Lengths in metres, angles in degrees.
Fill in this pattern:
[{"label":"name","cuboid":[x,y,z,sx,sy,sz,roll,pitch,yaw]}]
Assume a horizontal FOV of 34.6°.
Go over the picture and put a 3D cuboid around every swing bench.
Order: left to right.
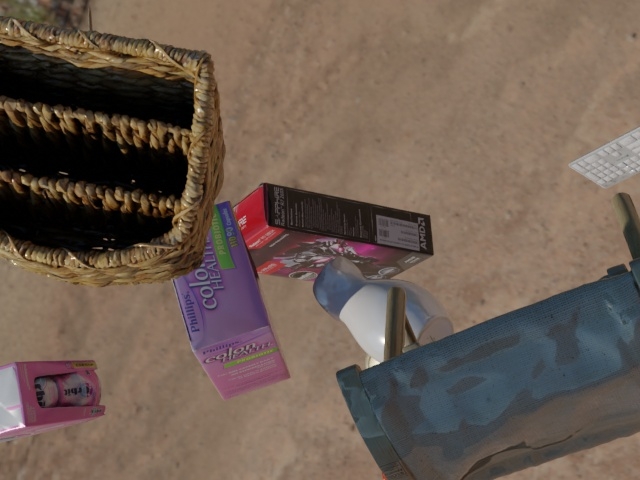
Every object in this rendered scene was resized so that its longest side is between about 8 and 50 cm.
[{"label":"swing bench","cuboid":[0.179,0.101,0.871,0.253,0.255,0.165,-22,98,17]}]

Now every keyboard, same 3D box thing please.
[{"label":"keyboard","cuboid":[0.426,-0.128,1.284,0.256,0.072,0.014,-32,44,51]}]

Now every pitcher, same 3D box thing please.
[{"label":"pitcher","cuboid":[0.105,0.126,1.526,0.207,0.178,0.125,27,70,44]}]

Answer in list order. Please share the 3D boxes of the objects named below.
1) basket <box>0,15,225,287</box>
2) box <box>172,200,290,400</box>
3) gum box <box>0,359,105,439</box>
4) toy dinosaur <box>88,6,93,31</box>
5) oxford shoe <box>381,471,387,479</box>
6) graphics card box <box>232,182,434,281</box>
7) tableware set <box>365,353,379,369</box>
[{"label":"basket","cuboid":[-0.263,-0.081,1.079,0.223,0.299,0.214,96,-175,-70]},{"label":"box","cuboid":[-0.143,0.097,1.568,0.243,0.117,0.214,75,175,-64]},{"label":"gum box","cuboid":[-0.314,0.164,1.007,0.188,0.107,0.062,-18,78,27]},{"label":"toy dinosaur","cuboid":[-0.263,-0.218,1.416,0.064,0.211,0.112,-47,13,27]},{"label":"oxford shoe","cuboid":[0.140,0.349,1.546,0.271,0.098,0.097,-104,3,-50]},{"label":"graphics card box","cuboid":[0.000,0.000,1.940,0.233,0.370,0.094,-32,55,51]},{"label":"tableware set","cuboid":[0.160,0.244,1.736,0.194,0.039,0.128,40,120,21]}]
